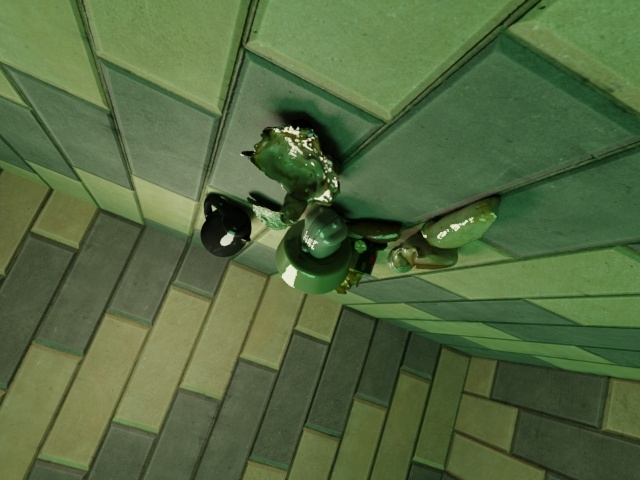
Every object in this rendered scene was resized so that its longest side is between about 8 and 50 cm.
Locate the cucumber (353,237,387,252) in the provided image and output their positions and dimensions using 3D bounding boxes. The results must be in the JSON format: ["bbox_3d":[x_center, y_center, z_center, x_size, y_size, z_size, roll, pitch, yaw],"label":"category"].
[{"bbox_3d":[0.182,0.014,1.603,0.058,0.058,0.187,10,-174,32],"label":"cucumber"}]

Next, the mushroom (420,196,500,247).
[{"bbox_3d":[0.392,-0.038,1.206,0.107,0.087,0.333,24,162,-12],"label":"mushroom"}]

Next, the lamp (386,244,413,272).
[{"bbox_3d":[0.301,0.076,1.702,0.106,0.106,0.193,20,173,-2],"label":"lamp"}]

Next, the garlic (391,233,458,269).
[{"bbox_3d":[0.356,0.039,1.491,0.217,0.110,0.228,7,170,5],"label":"garlic"}]

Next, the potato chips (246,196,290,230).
[{"bbox_3d":[-0.202,-0.111,1.751,0.167,0.059,0.228,8,157,19],"label":"potato chips"}]

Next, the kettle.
[{"bbox_3d":[-0.422,-0.075,1.935,0.268,0.207,0.290,50,154,-6],"label":"kettle"}]

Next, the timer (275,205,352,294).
[{"bbox_3d":[0.000,0.000,1.579,0.291,0.290,0.315,20,145,-1],"label":"timer"}]

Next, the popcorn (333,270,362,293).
[{"bbox_3d":[0.096,0.132,1.937,0.190,0.250,0.250,55,176,19],"label":"popcorn"}]

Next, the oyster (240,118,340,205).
[{"bbox_3d":[-0.027,-0.195,1.159,0.221,0.096,0.361,1,157,37],"label":"oyster"}]

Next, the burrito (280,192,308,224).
[{"bbox_3d":[-0.078,-0.117,1.337,0.082,0.059,0.275,20,-157,-2],"label":"burrito"}]

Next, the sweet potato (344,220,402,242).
[{"bbox_3d":[0.177,-0.030,1.520,0.244,0.077,0.077,6,160,39],"label":"sweet potato"}]

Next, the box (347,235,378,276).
[{"bbox_3d":[0.110,0.050,1.779,0.235,0.132,0.034,18,164,8],"label":"box"}]
